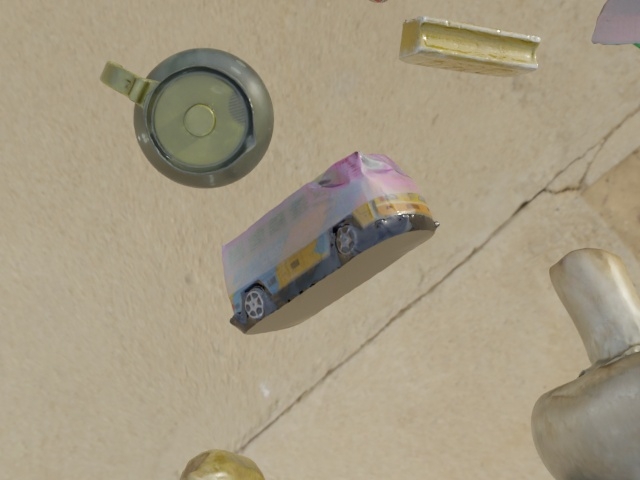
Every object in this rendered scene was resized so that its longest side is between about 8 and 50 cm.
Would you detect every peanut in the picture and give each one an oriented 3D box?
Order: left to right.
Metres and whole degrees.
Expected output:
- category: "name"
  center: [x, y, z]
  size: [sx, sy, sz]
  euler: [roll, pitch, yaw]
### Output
- category: "peanut"
  center: [-0.149, 0.380, 1.462]
  size: [0.110, 0.236, 0.120]
  euler: [6, 77, 12]

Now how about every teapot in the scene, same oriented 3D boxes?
- category: "teapot"
  center: [-0.123, -0.118, 0.873]
  size: [0.166, 0.119, 0.130]
  euler: [25, 96, -7]

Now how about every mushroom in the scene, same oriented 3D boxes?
- category: "mushroom"
  center: [0.258, 0.104, 0.773]
  size: [0.207, 0.207, 0.215]
  euler: [-17, 68, -9]

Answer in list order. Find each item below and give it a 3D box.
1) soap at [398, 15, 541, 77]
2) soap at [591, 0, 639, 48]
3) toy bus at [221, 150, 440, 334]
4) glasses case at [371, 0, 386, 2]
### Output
- category: "soap"
  center: [0.248, -0.336, 1.676]
  size: [0.232, 0.140, 0.073]
  euler: [4, 91, -20]
- category: "soap"
  center: [0.331, -0.220, 0.732]
  size: [0.218, 0.098, 0.273]
  euler: [5, 31, 18]
- category: "toy bus"
  center: [0.000, 0.000, 1.550]
  size: [0.171, 0.386, 0.162]
  euler: [-3, 65, -48]
- category: "glasses case"
  center: [0.121, -0.481, 1.577]
  size: [0.049, 0.073, 0.194]
  euler: [26, 88, 44]
